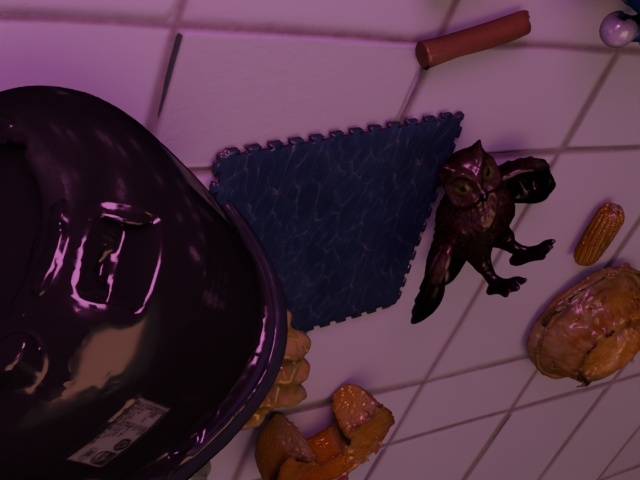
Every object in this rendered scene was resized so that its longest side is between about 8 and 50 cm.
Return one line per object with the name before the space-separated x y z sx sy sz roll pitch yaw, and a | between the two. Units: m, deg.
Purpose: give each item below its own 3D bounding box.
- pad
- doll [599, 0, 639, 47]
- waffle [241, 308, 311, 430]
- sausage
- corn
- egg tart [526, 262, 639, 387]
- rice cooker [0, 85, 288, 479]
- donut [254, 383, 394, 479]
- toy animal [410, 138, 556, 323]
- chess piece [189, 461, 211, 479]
pad | 0.000 0.000 0.912 0.269 0.012 0.269 -14 139 -28
doll | 0.314 -0.251 0.800 0.215 0.161 0.257 -55 159 2
waffle | -0.129 0.135 0.901 0.250 0.056 0.261 -26 140 -5
sausage | 0.134 -0.174 0.819 0.116 0.026 0.026 -22 142 -22
corn | 0.344 -0.006 1.178 0.037 0.037 0.092 -10 139 -33
egg tart | 0.386 0.126 1.323 0.213 0.090 0.212 -22 138 -21
rice cooker | -0.163 0.042 0.618 0.267 0.267 0.224 -39 149 3
donut | -0.002 0.245 1.134 0.181 0.078 0.146 -25 144 -27
toy animal | 0.146 -0.022 0.955 0.218 0.116 0.179 -42 126 -19
chess piece | -0.135 0.286 1.038 0.067 0.103 0.067 -23 143 -19
